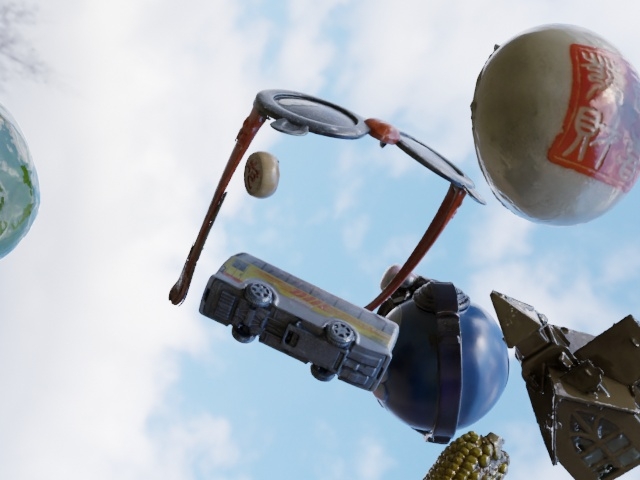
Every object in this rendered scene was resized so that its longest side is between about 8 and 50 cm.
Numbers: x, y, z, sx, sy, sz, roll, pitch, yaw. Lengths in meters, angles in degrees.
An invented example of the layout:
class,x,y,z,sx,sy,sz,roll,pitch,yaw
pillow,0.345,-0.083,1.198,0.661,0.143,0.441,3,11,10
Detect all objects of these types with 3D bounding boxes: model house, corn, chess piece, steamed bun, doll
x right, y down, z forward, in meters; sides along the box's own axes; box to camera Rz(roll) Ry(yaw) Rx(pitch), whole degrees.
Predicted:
class,x,y,z,sx,sy,sz,roll,pitch,yaw
model house,0.290,0.135,1.280,0.176,0.248,0.181,-37,-161,15
corn,0.154,0.398,1.531,0.320,0.097,0.097,-52,-147,-12
chess piece,-0.101,-0.113,1.881,0.084,0.038,0.083,-13,-105,59
steamed bun,0.458,-0.209,1.972,0.241,0.374,0.374,1,-111,47
doll,0.186,0.187,1.825,0.310,0.240,0.284,-94,-175,-71

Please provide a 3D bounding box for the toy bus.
class,x,y,z,sx,sy,sz,roll,pitch,yaw
toy bus,-0.019,0.077,1.067,0.075,0.190,0.064,-58,173,-51

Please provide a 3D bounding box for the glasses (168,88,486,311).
class,x,y,z,sx,sy,sz,roll,pitch,yaw
glasses,0.000,0.000,1.031,0.268,0.234,0.118,-62,-151,22

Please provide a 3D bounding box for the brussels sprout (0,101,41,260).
class,x,y,z,sx,sy,sz,roll,pitch,yaw
brussels sprout,-0.530,-0.089,1.342,0.355,0.281,0.289,22,-138,34
